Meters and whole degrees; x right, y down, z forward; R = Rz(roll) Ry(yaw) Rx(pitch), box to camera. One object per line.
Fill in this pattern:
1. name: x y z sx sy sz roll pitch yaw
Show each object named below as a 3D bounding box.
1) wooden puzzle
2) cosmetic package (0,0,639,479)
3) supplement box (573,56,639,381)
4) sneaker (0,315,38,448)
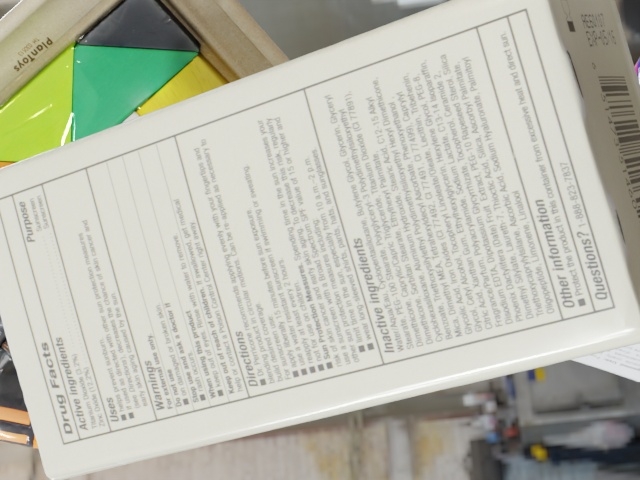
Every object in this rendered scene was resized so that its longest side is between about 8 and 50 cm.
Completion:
1. wooden puzzle: -0.110 -0.047 0.855 0.238 0.221 0.044 46 -169 -21
2. cosmetic package: 0.000 0.000 0.659 0.113 0.309 0.160 -13 -92 -62
3. supplement box: 0.234 -0.010 0.993 0.220 0.114 0.111 109 177 -50
4. sneaker: -0.232 0.092 1.378 0.321 0.180 0.124 -71 -3 -46
